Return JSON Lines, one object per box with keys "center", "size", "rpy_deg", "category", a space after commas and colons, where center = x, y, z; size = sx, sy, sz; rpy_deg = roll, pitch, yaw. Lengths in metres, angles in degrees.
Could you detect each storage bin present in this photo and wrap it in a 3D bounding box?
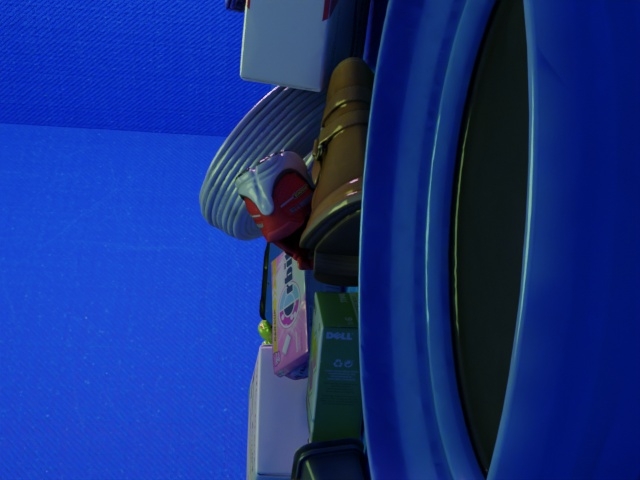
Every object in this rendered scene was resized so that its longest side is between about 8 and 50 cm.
{"center": [0.010, 0.308, 1.052], "size": [0.091, 0.098, 0.135], "rpy_deg": [-112, 23, -50], "category": "storage bin"}

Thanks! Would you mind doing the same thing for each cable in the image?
{"center": [-0.058, -0.109, 1.245], "size": [0.257, 0.089, 0.257], "rpy_deg": [-39, -14, -49], "category": "cable"}

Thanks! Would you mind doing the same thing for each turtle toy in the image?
{"center": [-0.058, 0.174, 1.602], "size": [0.066, 0.130, 0.095], "rpy_deg": [-54, 38, 19], "category": "turtle toy"}

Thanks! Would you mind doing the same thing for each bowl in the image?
{"center": [0.088, -0.010, 0.518], "size": [0.391, 0.077, 0.391], "rpy_deg": [-177, 90, -83], "category": "bowl"}

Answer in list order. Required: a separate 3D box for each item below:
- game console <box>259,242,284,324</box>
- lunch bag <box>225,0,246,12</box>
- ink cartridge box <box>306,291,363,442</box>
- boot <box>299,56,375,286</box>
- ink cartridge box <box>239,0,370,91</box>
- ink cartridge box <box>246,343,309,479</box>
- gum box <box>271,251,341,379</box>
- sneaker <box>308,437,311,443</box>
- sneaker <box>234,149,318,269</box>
{"center": [0.000, 0.000, 1.523], "size": [0.250, 0.173, 0.293], "rpy_deg": [29, 121, 48], "category": "game console"}
{"center": [-0.059, -0.482, 1.343], "size": [0.293, 0.138, 0.221], "rpy_deg": [-49, 32, 41], "category": "lunch bag"}
{"center": [0.022, 0.128, 1.106], "size": [0.109, 0.062, 0.209], "rpy_deg": [-103, 17, -70], "category": "ink cartridge box"}
{"center": [0.044, -0.085, 0.928], "size": [0.283, 0.109, 0.220], "rpy_deg": [89, -174, -76], "category": "boot"}
{"center": [-0.008, -0.282, 1.080], "size": [0.237, 0.100, 0.172], "rpy_deg": [-53, -28, -68], "category": "ink cartridge box"}
{"center": [-0.054, 0.300, 1.465], "size": [0.278, 0.117, 0.201], "rpy_deg": [108, 163, -65], "category": "ink cartridge box"}
{"center": [-0.020, 0.101, 1.321], "size": [0.107, 0.062, 0.188], "rpy_deg": [-40, 46, 51], "category": "gum box"}
{"center": [0.006, 0.286, 1.250], "size": [0.134, 0.051, 0.070], "rpy_deg": [106, 167, -51], "category": "sneaker"}
{"center": [-0.022, -0.016, 1.124], "size": [0.118, 0.107, 0.279], "rpy_deg": [68, -164, 16], "category": "sneaker"}
